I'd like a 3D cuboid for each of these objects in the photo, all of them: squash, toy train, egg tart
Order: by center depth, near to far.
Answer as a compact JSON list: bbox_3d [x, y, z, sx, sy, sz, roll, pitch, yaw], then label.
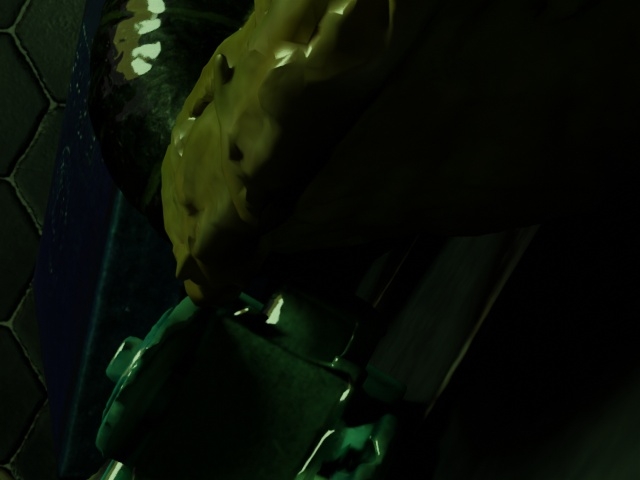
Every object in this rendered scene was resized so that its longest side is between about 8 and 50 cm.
[{"bbox_3d":[0.074,-0.113,0.487,0.345,0.132,0.345,-58,5,8],"label":"egg tart"},{"bbox_3d":[-0.044,0.106,0.576,0.198,0.107,0.154,-60,-2,-9],"label":"toy train"},{"bbox_3d":[-0.013,-0.074,0.779,0.193,0.193,0.156,-59,-10,7],"label":"squash"}]

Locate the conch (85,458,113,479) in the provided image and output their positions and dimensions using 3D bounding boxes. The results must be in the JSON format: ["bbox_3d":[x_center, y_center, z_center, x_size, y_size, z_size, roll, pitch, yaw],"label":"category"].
[{"bbox_3d":[-0.106,0.196,0.714,0.232,0.086,0.080,-59,5,26],"label":"conch"}]

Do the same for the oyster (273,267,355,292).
[{"bbox_3d":[0.003,-0.007,0.979,0.105,0.056,0.177,126,166,-57],"label":"oyster"}]

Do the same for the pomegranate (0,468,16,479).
[{"bbox_3d":[-0.194,0.214,1.157,0.114,0.142,0.114,-50,-14,-18],"label":"pomegranate"}]

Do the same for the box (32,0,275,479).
[{"bbox_3d":[-0.102,-0.031,1.010,0.261,0.116,0.279,-115,38,-63],"label":"box"}]
